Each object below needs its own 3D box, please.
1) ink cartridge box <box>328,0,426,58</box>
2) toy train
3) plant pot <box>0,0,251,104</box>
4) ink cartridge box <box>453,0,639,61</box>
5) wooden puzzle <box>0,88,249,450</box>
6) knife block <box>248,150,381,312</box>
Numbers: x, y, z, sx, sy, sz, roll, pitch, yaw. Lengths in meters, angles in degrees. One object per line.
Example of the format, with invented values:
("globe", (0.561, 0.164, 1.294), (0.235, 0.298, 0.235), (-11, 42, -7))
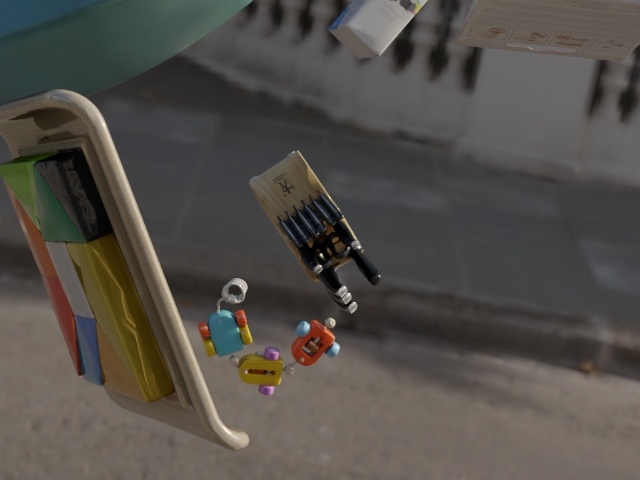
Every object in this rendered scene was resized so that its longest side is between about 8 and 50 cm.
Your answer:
("ink cartridge box", (0.099, -0.318, 2.149), (0.061, 0.181, 0.104), (42, -6, -12))
("toy train", (-0.067, 0.112, 2.034), (0.166, 0.125, 0.046), (32, 10, -20))
("plant pot", (-0.183, -0.220, 1.336), (0.234, 0.165, 0.165), (-17, -15, 3))
("ink cartridge box", (0.231, -0.226, 1.619), (0.181, 0.056, 0.224), (6, -5, -3))
("wooden puzzle", (-0.142, 0.021, 1.059), (0.044, 0.238, 0.221), (-29, 11, -20))
("knife block", (0.000, 0.000, 2.441), (0.242, 0.088, 0.275), (57, -2, 8))
